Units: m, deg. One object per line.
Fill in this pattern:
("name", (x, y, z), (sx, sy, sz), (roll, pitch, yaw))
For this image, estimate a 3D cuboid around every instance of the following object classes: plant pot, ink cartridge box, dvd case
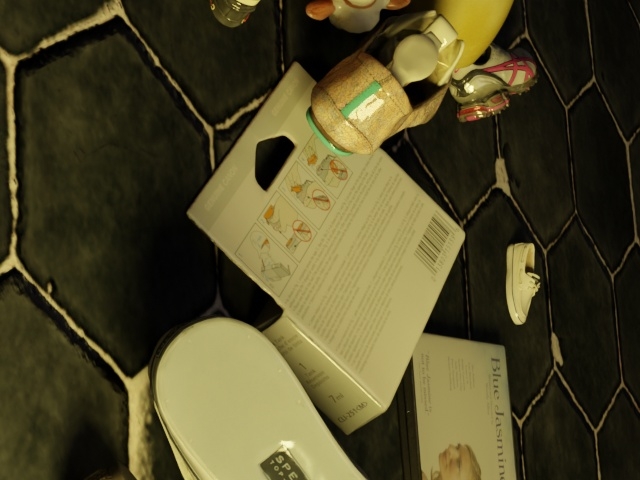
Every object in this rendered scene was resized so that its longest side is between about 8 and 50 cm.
("plant pot", (0.137, -0.239, 1.700), (0.134, 0.134, 0.095), (-51, 153, -55))
("ink cartridge box", (0.000, 0.000, 1.423), (0.239, 0.060, 0.275), (44, 38, -11))
("dvd case", (0.145, 0.191, 1.667), (0.253, 0.022, 0.180), (14, 69, -60))

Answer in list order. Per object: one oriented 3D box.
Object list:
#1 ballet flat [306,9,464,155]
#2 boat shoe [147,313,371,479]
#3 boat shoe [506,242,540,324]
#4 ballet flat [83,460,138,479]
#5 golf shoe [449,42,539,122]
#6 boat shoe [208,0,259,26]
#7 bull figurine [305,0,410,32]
("ballet flat", (0.082, -0.162, 1.518), (0.107, 0.106, 0.316), (44, 25, -5))
("boat shoe", (-0.023, 0.222, 1.208), (0.136, 0.156, 0.367), (-35, 96, -14))
("boat shoe", (0.239, 0.049, 1.872), (0.035, 0.035, 0.100), (37, 49, -52))
("ballet flat", (-0.111, 0.250, 1.145), (0.084, 0.058, 0.250), (53, -6, 49))
("golf shoe", (0.201, -0.202, 1.848), (0.186, 0.067, 0.086), (-40, 115, -58))
("boat shoe", (-0.076, -0.240, 1.378), (0.049, 0.042, 0.133), (19, 47, -25))
("bull figurine", (-0.006, -0.313, 1.432), (0.310, 0.101, 0.188), (50, 21, -68))
